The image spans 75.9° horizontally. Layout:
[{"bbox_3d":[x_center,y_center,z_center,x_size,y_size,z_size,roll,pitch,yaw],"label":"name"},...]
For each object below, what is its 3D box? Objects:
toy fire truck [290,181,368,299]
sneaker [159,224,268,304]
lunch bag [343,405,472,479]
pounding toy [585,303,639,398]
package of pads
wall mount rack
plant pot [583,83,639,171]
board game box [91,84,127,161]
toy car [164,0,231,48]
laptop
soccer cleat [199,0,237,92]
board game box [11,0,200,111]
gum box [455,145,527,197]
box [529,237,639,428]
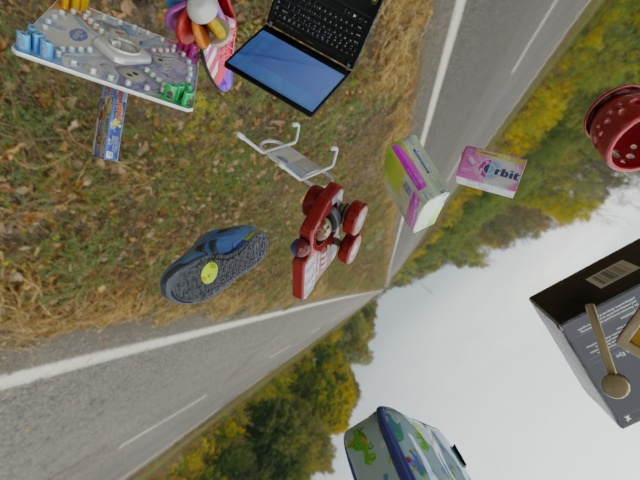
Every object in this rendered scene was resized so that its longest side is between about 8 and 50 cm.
[{"bbox_3d":[0.000,0.000,1.159,0.254,0.170,0.302,-54,159,-39],"label":"toy fire truck"},{"bbox_3d":[-0.165,0.028,0.602,0.209,0.082,0.069,-36,137,-56],"label":"sneaker"},{"bbox_3d":[0.138,0.331,0.545,0.090,0.176,0.219,-41,126,13],"label":"lunch bag"},{"bbox_3d":[0.442,0.134,0.540,0.094,0.181,0.205,4,115,-51],"label":"pounding toy"},{"bbox_3d":[0.289,-0.173,1.298,0.101,0.229,0.296,-26,163,-2],"label":"package of pads"},{"bbox_3d":[-0.115,-0.307,1.442,0.304,0.350,0.130,-30,147,-41],"label":"wall mount rack"},{"bbox_3d":[0.829,-0.308,1.107,0.191,0.191,0.174,-55,-153,36],"label":"plant pot"},{"bbox_3d":[-0.569,-0.318,1.103,0.035,0.136,0.201,7,97,-43],"label":"board game box"},{"bbox_3d":[-0.323,-0.566,1.033,0.136,0.182,0.159,-33,173,3],"label":"toy car"},{"bbox_3d":[-0.036,-0.433,0.834,0.136,0.234,0.264,-43,163,-56],"label":"laptop"},{"bbox_3d":[-0.304,-0.620,1.251,0.108,0.117,0.318,-53,141,-57],"label":"soccer cleat"},{"bbox_3d":[-0.519,-0.516,1.086,0.390,0.389,0.050,13,130,-24],"label":"board game box"},{"bbox_3d":[0.516,-0.213,1.263,0.107,0.189,0.062,-67,159,-6],"label":"gum box"},{"bbox_3d":[0.756,0.206,0.977,0.343,0.312,0.179,-32,-172,11],"label":"box"}]
